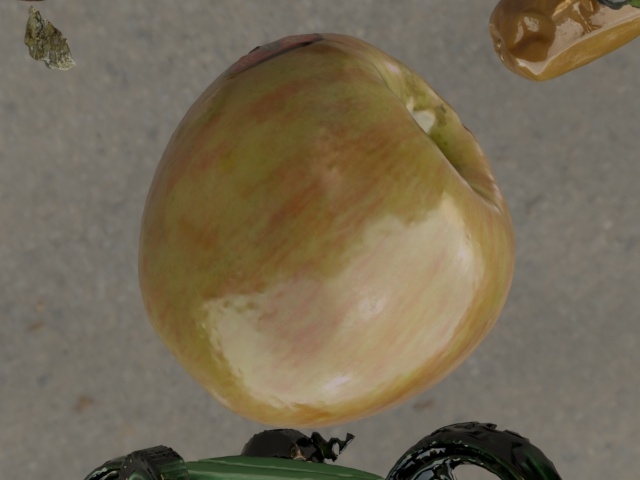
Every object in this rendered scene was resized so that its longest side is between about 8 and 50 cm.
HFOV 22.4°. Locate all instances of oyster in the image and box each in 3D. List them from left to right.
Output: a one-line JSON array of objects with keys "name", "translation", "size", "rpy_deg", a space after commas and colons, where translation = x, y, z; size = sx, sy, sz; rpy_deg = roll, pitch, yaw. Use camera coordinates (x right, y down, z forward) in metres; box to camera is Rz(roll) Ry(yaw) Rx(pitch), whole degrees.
[{"name": "oyster", "translation": [-0.327, -0.238, 1.926], "size": [0.038, 0.083, 0.080], "rpy_deg": [-24, 110, -22]}]

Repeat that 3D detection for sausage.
[{"name": "sausage", "translation": [0.343, -0.304, 2.156], "size": [0.241, 0.136, 0.120], "rpy_deg": [-22, 155, 0]}]

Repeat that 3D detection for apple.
[{"name": "apple", "translation": [0.000, 0.000, 1.624], "size": [0.346, 0.391, 0.391], "rpy_deg": [-43, 135, 16]}]

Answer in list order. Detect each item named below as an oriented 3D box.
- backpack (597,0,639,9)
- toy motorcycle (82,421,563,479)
[{"name": "backpack", "translation": [0.301, -0.297, 1.309], "size": [0.140, 0.253, 0.207], "rpy_deg": [31, 73, -17]}, {"name": "toy motorcycle", "translation": [-0.012, 0.188, 0.766], "size": [0.331, 0.196, 0.125], "rpy_deg": [-11, 174, 42]}]
